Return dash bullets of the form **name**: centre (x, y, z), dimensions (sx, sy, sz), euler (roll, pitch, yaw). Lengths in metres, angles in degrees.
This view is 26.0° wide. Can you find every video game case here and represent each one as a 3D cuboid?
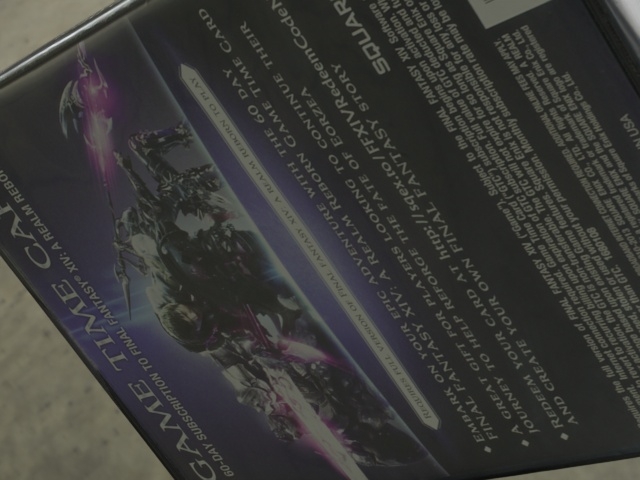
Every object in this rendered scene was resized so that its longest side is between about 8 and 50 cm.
- **video game case**: centre (0.000, 0.000, 0.446), dimensions (0.274, 0.196, 0.026), euler (-18, 23, 44)
